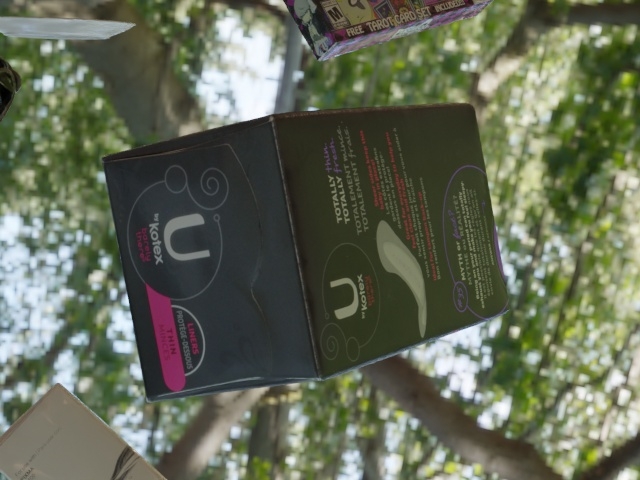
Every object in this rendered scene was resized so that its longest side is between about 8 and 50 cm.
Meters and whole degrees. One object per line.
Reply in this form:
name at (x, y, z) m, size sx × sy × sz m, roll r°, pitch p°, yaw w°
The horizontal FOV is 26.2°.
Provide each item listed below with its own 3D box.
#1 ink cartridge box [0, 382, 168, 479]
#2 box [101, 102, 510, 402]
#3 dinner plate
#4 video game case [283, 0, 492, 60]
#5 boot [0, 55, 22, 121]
ink cartridge box at (-0.237, 0.296, 1.562) m, size 0.283 × 0.117 × 0.207 m, roll 43°, pitch 167°, yaw -3°
box at (0.000, 0.000, 0.943) m, size 0.143 × 0.165 × 0.270 m, roll -10°, pitch 180°, yaw 32°
dinner plate at (-0.238, -0.192, 1.243) m, size 0.141 × 0.017 × 0.141 m, roll 0°, pitch -174°, yaw 0°
video game case at (0.040, -0.298, 1.373) m, size 0.232 × 0.042 × 0.210 m, roll -21°, pitch -101°, yaw -38°
boot at (-0.284, -0.083, 0.831) m, size 0.229 × 0.091 × 0.263 m, roll -5°, pitch -134°, yaw 17°
